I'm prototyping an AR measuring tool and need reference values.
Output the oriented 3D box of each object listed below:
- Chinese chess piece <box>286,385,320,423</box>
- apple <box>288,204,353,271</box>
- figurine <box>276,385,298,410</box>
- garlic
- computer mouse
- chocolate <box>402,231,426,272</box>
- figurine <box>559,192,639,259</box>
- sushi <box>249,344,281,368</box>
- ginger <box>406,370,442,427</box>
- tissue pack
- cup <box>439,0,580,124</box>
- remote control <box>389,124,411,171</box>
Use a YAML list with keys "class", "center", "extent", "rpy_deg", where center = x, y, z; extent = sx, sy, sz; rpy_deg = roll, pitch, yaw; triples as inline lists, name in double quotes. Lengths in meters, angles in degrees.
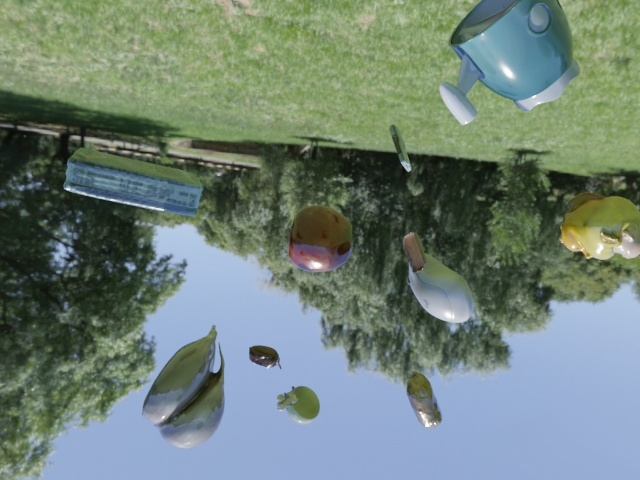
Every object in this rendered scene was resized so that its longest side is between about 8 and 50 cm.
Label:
- class: "Chinese chess piece"
  center: [-0.070, 0.643, 1.739]
  extent: [0.144, 0.058, 0.144]
  rpy_deg: [26, -141, -24]
- class: "apple"
  center: [0.000, 0.000, 1.489]
  extent: [0.229, 0.230, 0.230]
  rpy_deg: [4, -170, -1]
- class: "figurine"
  center: [-0.120, 0.545, 1.541]
  extent: [0.083, 0.051, 0.047]
  rpy_deg: [-25, -170, -33]
- class: "garlic"
  center: [-0.361, 0.436, 1.305]
  extent: [0.231, 0.340, 0.246]
  rpy_deg: [35, 168, 2]
- class: "computer mouse"
  center: [0.357, 0.157, 1.418]
  extent: [0.121, 0.184, 0.297]
  rpy_deg: [-29, -148, -14]
- class: "chocolate"
  center: [0.247, 0.029, 1.136]
  extent: [0.031, 0.101, 0.064]
  rpy_deg: [-10, 161, -22]
- class: "figurine"
  center: [0.579, -0.006, 0.833]
  extent: [0.246, 0.131, 0.156]
  rpy_deg: [28, -169, 33]
- class: "sushi"
  center: [-0.177, 0.372, 1.413]
  extent: [0.120, 0.055, 0.052]
  rpy_deg: [8, -149, 8]
- class: "ginger"
  center: [0.274, 0.431, 1.168]
  extent: [0.068, 0.190, 0.095]
  rpy_deg: [-19, -160, 11]
- class: "tissue pack"
  center: [-0.485, -0.156, 1.179]
  extent: [0.315, 0.103, 0.228]
  rpy_deg: [11, -166, -25]
- class: "cup"
  center: [0.324, -0.312, 0.726]
  extent: [0.173, 0.300, 0.167]
  rpy_deg: [40, -177, -21]
- class: "remote control"
  center: [0.261, -0.304, 1.448]
  extent: [0.029, 0.166, 0.065]
  rpy_deg: [-26, 144, 22]
